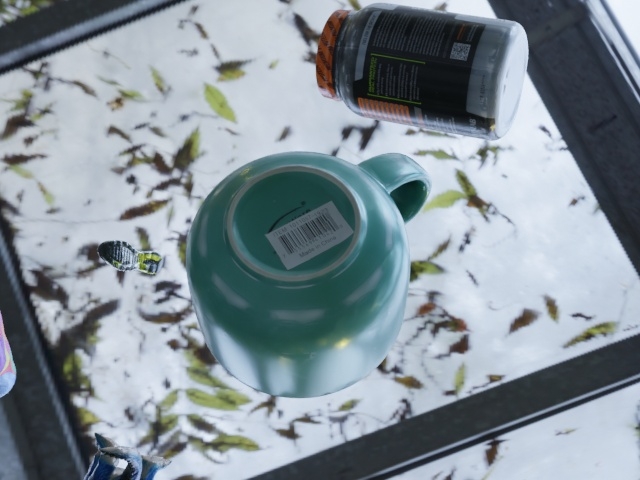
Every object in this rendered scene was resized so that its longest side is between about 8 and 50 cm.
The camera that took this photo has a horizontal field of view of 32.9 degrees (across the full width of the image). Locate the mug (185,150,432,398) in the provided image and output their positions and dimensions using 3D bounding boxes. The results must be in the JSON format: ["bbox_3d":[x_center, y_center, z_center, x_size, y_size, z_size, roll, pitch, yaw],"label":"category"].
[{"bbox_3d":[-0.009,0.002,0.632,0.129,0.097,0.158,10,-119,8],"label":"mug"}]

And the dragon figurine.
[{"bbox_3d":[-0.222,0.282,1.120,0.085,0.289,0.144,23,-109,-12],"label":"dragon figurine"}]

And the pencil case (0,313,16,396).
[{"bbox_3d":[-0.395,0.077,1.178,0.104,0.104,0.236,25,-44,26],"label":"pencil case"}]

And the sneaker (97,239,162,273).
[{"bbox_3d":[-0.208,0.020,1.152,0.035,0.083,0.031,1,-104,39],"label":"sneaker"}]

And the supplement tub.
[{"bbox_3d":[0.099,-0.170,1.069,0.190,0.117,0.117,14,-91,20],"label":"supplement tub"}]
